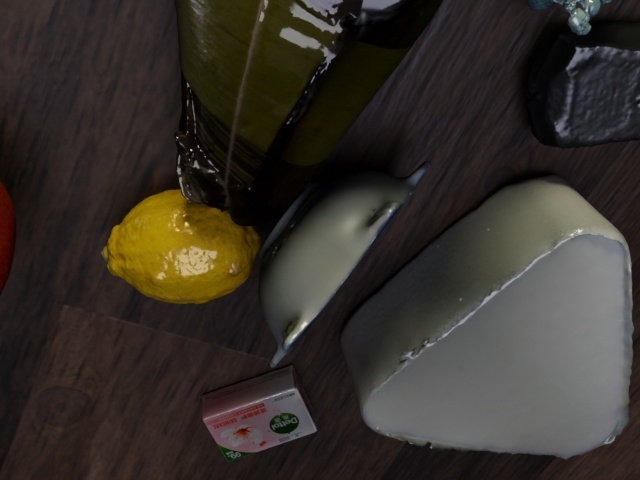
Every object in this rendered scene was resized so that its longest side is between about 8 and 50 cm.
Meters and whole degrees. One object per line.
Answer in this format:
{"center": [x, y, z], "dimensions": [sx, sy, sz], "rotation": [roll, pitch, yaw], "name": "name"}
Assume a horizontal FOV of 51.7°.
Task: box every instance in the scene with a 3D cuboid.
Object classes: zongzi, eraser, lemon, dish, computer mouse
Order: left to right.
{"center": [-0.135, 0.007, 0.649], "dimensions": [0.155, 0.114, 0.114], "rotation": [-6, 123, -1], "name": "lemon"}
{"center": [-0.096, -0.194, 0.535], "dimensions": [0.317, 0.154, 0.289], "rotation": [36, 114, -7], "name": "zongzi"}
{"center": [0.000, 0.000, 0.635], "dimensions": [0.086, 0.228, 0.236], "rotation": [37, 74, 4], "name": "dish"}
{"center": [0.229, 0.127, 0.774], "dimensions": [0.331, 0.150, 0.331], "rotation": [-4, 120, -7], "name": "eraser"}
{"center": [0.311, -0.154, 0.654], "dimensions": [0.217, 0.073, 0.122], "rotation": [-1, 120, -2], "name": "computer mouse"}

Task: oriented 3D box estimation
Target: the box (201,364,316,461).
{"center": [-0.077, 0.218, 0.833], "dimensions": [0.125, 0.043, 0.089], "rotation": [-20, 123, 3], "name": "box"}

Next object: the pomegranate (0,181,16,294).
{"center": [-0.385, -0.014, 0.541], "dimensions": [0.221, 0.221, 0.257], "rotation": [-42, 94, 15], "name": "pomegranate"}

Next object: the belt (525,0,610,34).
{"center": [0.248, -0.270, 0.558], "dimensions": [0.065, 0.100, 0.179], "rotation": [35, 107, -31], "name": "belt"}
